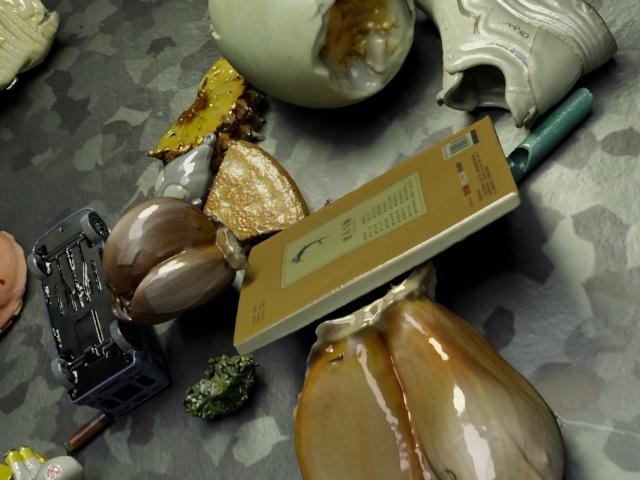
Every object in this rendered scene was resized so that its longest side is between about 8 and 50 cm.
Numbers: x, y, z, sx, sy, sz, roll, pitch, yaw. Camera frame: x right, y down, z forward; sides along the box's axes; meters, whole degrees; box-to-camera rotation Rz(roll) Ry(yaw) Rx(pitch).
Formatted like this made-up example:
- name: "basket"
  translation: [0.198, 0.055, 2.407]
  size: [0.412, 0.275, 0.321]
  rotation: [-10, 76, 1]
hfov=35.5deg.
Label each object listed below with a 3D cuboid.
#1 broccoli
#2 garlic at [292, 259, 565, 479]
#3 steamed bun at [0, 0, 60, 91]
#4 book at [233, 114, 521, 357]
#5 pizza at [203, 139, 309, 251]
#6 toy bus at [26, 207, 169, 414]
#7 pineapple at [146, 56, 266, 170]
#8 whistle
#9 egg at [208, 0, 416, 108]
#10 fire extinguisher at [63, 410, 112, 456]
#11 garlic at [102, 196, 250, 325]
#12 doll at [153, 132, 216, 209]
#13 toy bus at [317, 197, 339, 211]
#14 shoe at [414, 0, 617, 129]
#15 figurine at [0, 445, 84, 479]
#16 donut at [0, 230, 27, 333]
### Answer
- name: "broccoli"
  translation: [-0.134, 0.194, 1.332]
  size: [0.097, 0.092, 0.095]
  rotation: [5, 84, 11]
- name: "garlic"
  translation: [0.117, 0.209, 1.123]
  size: [0.286, 0.249, 0.313]
  rotation: [-21, 58, -11]
- name: "steamed bun"
  translation: [-0.692, -0.374, 1.835]
  size: [0.237, 0.394, 0.346]
  rotation: [15, 108, 57]
- name: "book"
  translation: [0.063, -0.014, 1.264]
  size: [0.389, 0.032, 0.269]
  rotation: [-29, 22, 16]
- name: "pizza"
  translation: [-0.119, -0.035, 1.480]
  size: [0.199, 0.062, 0.188]
  rotation: [-40, 66, 10]
- name: "toy bus"
  translation: [-0.321, 0.099, 1.452]
  size: [0.125, 0.133, 0.292]
  rotation: [-33, 55, 12]
- name: "pineapple"
  translation: [-0.157, -0.188, 1.577]
  size: [0.135, 0.079, 0.233]
  rotation: [21, 73, 32]
- name: "whistle"
  translation: [0.296, -0.132, 1.346]
  size: [0.186, 0.039, 0.039]
  rotation: [-43, 52, -3]
- name: "egg"
  translation: [-0.031, -0.351, 1.487]
  size: [0.278, 0.278, 0.336]
  rotation: [-49, 49, -8]
- name: "fire extinguisher"
  translation: [-0.332, 0.276, 1.421]
  size: [0.083, 0.022, 0.028]
  rotation: [-41, 83, -1]
- name: "garlic"
  translation: [-0.207, 0.024, 1.362]
  size: [0.191, 0.214, 0.160]
  rotation: [-21, 91, -8]
- name: "doll"
  translation: [-0.217, -0.064, 1.516]
  size: [0.102, 0.075, 0.227]
  rotation: [43, 107, 37]
- name: "toy bus"
  translation: [0.000, 0.000, 1.414]
  size: [0.052, 0.037, 0.130]
  rotation: [22, 74, 39]
- name: "shoe"
  translation: [0.220, -0.281, 1.413]
  size: [0.342, 0.132, 0.210]
  rotation: [35, 78, 33]
- name: "figurine"
  translation: [-0.369, 0.354, 1.360]
  size: [0.178, 0.109, 0.129]
  rotation: [3, 89, 27]
- name: "donut"
  translation: [-0.583, 0.089, 1.616]
  size: [0.233, 0.085, 0.199]
  rotation: [-31, 54, 8]
